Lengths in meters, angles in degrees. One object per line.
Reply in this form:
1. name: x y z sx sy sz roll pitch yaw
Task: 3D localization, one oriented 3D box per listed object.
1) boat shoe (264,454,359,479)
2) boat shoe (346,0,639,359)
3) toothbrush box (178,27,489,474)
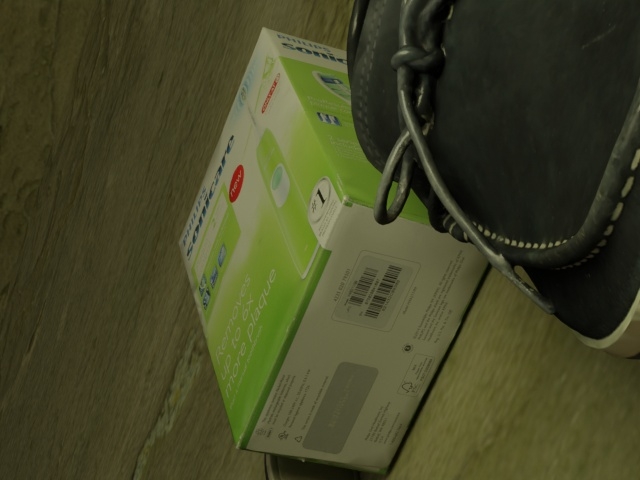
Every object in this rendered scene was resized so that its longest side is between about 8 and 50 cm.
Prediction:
1. boat shoe: -0.011 0.210 1.055 0.065 0.075 0.206 -55 35 37
2. boat shoe: 0.095 -0.074 0.702 0.500 0.156 0.187 -106 33 -76
3. toothbrush box: 0.000 0.000 1.085 0.283 0.122 0.206 -111 40 -57
